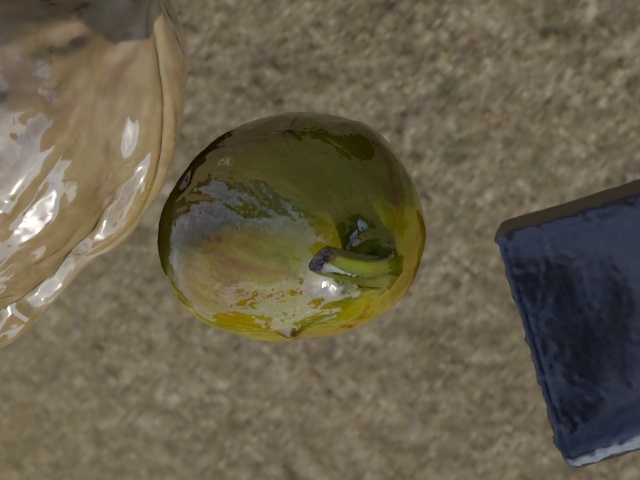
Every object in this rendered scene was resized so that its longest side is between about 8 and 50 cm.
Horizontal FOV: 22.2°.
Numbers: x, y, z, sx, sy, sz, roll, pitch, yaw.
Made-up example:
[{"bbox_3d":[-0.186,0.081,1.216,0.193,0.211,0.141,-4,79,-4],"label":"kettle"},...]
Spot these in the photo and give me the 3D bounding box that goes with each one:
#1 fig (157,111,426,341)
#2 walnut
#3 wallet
[{"bbox_3d":[0.000,0.000,0.525,0.084,0.082,0.098,26,-179,-43],"label":"fig"},{"bbox_3d":[-0.148,-0.042,0.659,0.230,0.178,0.178,-32,104,29],"label":"walnut"},{"bbox_3d":[0.283,0.023,1.035,0.321,0.044,0.170,-18,76,11],"label":"wallet"}]
